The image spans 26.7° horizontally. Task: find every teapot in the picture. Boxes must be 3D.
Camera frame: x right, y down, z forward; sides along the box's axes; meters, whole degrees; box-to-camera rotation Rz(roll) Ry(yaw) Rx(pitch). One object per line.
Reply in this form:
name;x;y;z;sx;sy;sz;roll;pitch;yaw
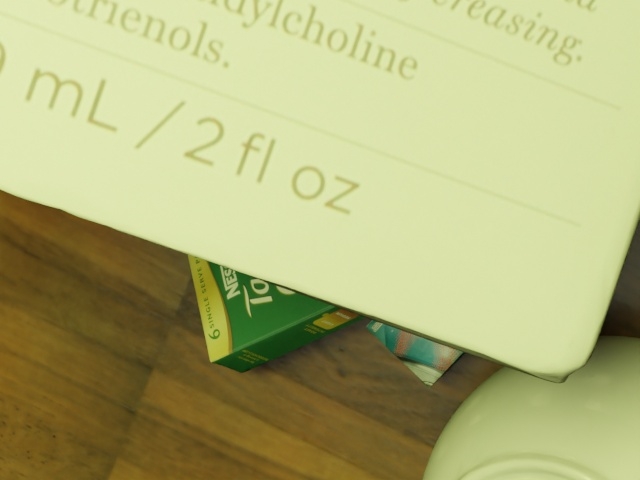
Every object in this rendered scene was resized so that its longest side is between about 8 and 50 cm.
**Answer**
teapot;0.153;0.179;0.765;0.252;0.187;0.256;9;104;32

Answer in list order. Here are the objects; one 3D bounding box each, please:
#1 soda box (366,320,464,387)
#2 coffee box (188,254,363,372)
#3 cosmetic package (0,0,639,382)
soda box;0.114;0.007;0.856;0.058;0.063;0.183;43;102;9
coffee box;0.000;0.000;0.857;0.184;0.040;0.113;-25;64;25
cosmetic package;-0.021;-0.190;0.623;0.329;0.327;0.394;19;90;-15
